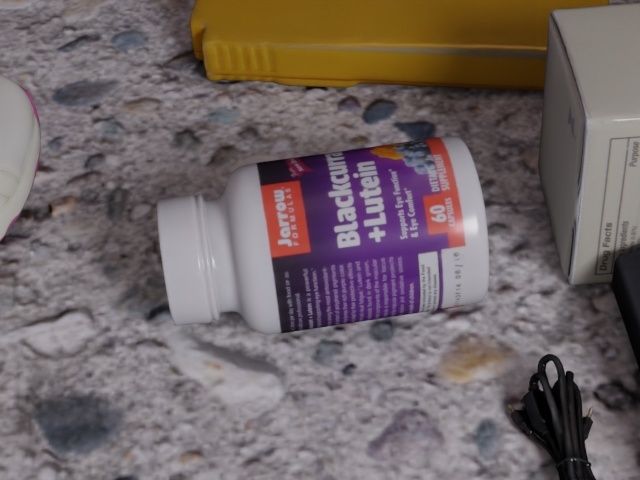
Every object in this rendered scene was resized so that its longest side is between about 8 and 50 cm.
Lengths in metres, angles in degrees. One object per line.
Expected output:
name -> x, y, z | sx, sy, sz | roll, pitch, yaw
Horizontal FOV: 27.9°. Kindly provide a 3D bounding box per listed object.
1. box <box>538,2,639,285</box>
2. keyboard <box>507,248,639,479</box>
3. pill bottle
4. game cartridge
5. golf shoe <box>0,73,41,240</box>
box -> 0.303, -0.070, 0.818 | 0.311, 0.148, 0.121 | -3, 45, 0
keyboard -> 0.212, 0.124, 0.683 | 0.202, 0.033, 0.317 | -19, 45, 11
pill bottle -> 0.000, 0.000, 0.799 | 0.193, 0.108, 0.108 | -9, 46, -3
game cartridge -> 0.073, -0.227, 1.060 | 0.324, 0.052, 0.285 | 2, 46, 10
golf shoe -> -0.284, -0.030, 0.833 | 0.115, 0.140, 0.306 | 13, 47, 19
